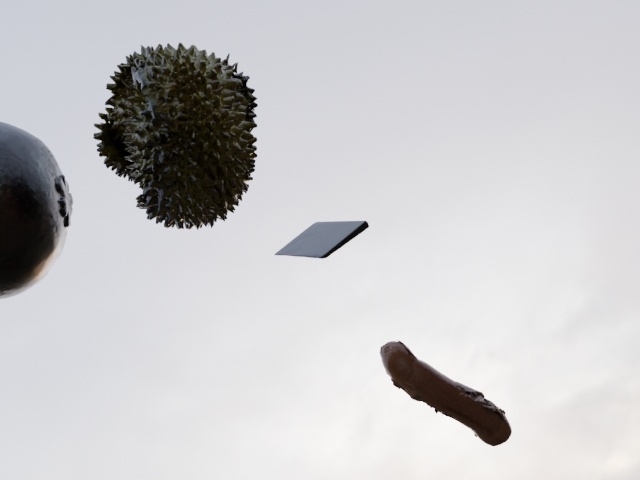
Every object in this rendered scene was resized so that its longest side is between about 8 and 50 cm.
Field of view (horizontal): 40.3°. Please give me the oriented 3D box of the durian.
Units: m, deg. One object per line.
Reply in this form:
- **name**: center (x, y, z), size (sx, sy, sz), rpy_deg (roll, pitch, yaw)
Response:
- **durian**: center (-0.202, -0.146, 1.296), size (0.258, 0.258, 0.293), rpy_deg (-8, -67, -33)

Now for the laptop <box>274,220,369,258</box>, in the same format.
- **laptop**: center (0.000, 0.000, 1.812), size (0.135, 0.197, 0.016), rpy_deg (-37, -71, -26)

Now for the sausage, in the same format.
- **sausage**: center (0.224, 0.273, 1.542), size (0.304, 0.078, 0.078), rpy_deg (34, -66, -20)

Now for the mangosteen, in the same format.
- **mangosteen**: center (-0.572, -0.050, 1.448), size (0.330, 0.330, 0.330), rpy_deg (-22, -33, -15)
